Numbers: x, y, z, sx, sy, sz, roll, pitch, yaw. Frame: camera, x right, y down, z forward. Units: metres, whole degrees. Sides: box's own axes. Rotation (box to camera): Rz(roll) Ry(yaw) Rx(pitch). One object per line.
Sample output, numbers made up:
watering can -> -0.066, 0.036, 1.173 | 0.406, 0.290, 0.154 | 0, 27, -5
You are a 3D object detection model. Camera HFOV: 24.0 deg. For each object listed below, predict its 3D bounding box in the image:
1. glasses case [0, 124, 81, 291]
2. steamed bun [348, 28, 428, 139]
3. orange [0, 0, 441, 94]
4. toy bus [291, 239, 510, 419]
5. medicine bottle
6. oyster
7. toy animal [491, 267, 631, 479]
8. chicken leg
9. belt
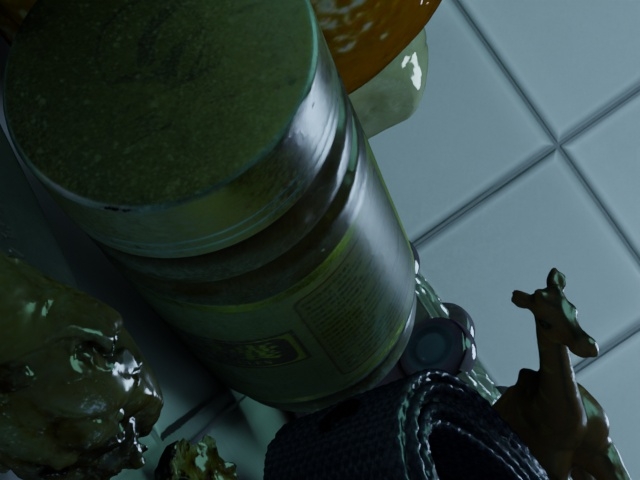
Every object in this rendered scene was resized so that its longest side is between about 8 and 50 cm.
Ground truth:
glasses case -> -0.161, -0.034, 0.655 | 0.072, 0.042, 0.191 | 33, 21, -55
steamed bun -> -0.074, -0.210, 1.328 | 0.203, 0.276, 0.289 | 18, 47, -63
orange -> -0.108, -0.257, 0.933 | 0.424, 0.326, 0.424 | 48, -15, 17
toy bus -> 0.054, 0.105, 1.090 | 0.142, 0.142, 0.202 | 49, 8, -47
medicine bottle -> -0.040, -0.018, 0.823 | 0.151, 0.151, 0.322 | 58, -2, 27
oyster -> -0.032, 0.149, 0.702 | 0.132, 0.029, 0.086 | 58, 12, 4
toy animal -> 0.144, 0.113, 0.890 | 0.230, 0.066, 0.224 | 65, -9, -12
chicken leg -> -0.127, 0.017, 0.509 | 0.198, 0.069, 0.085 | 44, 8, -27
belt -> 0.064, 0.183, 0.845 | 0.230, 0.126, 0.140 | 52, 34, -22
